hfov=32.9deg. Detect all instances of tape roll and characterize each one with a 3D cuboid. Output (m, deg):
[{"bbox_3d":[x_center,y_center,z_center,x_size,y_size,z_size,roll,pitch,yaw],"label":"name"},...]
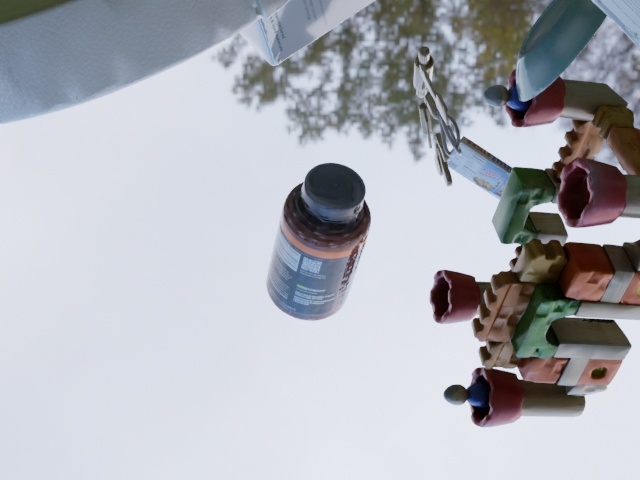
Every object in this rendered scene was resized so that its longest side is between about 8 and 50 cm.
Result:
[{"bbox_3d":[-0.171,-0.216,0.821,0.392,0.072,0.392,-15,-147,10],"label":"tape roll"}]

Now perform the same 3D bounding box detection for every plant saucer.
[{"bbox_3d":[0.291,-0.259,1.320,0.037,0.195,0.195,34,-136,-8],"label":"plant saucer"}]

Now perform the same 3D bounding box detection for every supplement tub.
[{"bbox_3d":[0.000,0.000,1.263,0.106,0.198,0.106,7,-130,-8],"label":"supplement tub"}]

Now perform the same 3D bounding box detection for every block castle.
[{"bbox_3d":[0.289,0.020,1.490,0.213,0.453,0.303,3,-140,-16],"label":"block castle"}]

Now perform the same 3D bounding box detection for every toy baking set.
[{"bbox_3d":[0.181,-0.195,1.654,0.030,0.256,0.196,-16,-111,-1],"label":"toy baking set"}]

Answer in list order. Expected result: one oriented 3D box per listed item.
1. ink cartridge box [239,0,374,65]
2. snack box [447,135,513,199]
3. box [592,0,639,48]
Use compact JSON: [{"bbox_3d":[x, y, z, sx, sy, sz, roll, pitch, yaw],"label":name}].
[{"bbox_3d":[-0.005,-0.391,1.326,0.307,0.129,0.223,-35,-124,-11],"label":"ink cartridge box"},{"bbox_3d":[0.309,-0.114,1.930,0.178,0.064,0.022,32,-135,-6],"label":"snack box"},{"bbox_3d":[0.323,-0.257,1.027,0.101,0.087,0.102,-32,-106,-27],"label":"box"}]
